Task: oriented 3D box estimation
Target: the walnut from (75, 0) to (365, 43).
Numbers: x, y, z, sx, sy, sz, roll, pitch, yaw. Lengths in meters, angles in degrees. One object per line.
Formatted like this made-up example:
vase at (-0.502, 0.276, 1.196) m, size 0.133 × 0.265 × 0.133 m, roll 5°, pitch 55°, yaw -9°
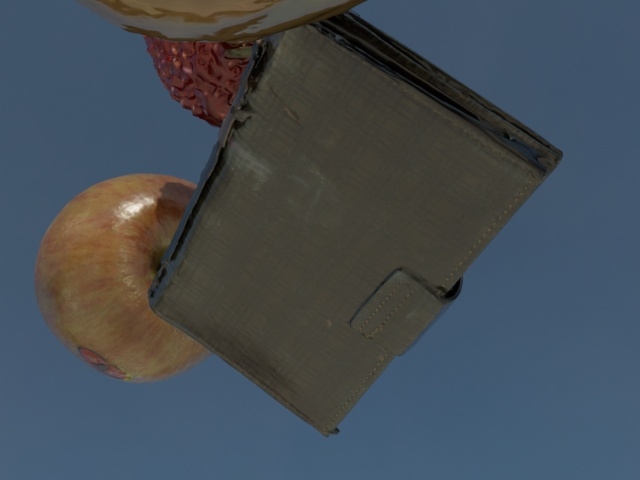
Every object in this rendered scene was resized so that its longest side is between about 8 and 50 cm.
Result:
walnut at (0.009, -0.246, 0.408) m, size 0.381 × 0.381 × 0.381 m, roll -2°, pitch -55°, yaw -3°

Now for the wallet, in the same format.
wallet at (0.000, -0.001, 0.728) m, size 0.169 × 0.044 × 0.317 m, roll 33°, pitch -39°, yaw 1°

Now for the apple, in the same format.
apple at (-0.177, 0.037, 1.221) m, size 0.211 × 0.211 × 0.188 m, roll 31°, pitch -28°, yaw -23°

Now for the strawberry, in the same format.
strawberry at (-0.081, -0.129, 1.064) m, size 0.167 × 0.208 × 0.087 m, roll 40°, pitch -111°, yaw -21°
